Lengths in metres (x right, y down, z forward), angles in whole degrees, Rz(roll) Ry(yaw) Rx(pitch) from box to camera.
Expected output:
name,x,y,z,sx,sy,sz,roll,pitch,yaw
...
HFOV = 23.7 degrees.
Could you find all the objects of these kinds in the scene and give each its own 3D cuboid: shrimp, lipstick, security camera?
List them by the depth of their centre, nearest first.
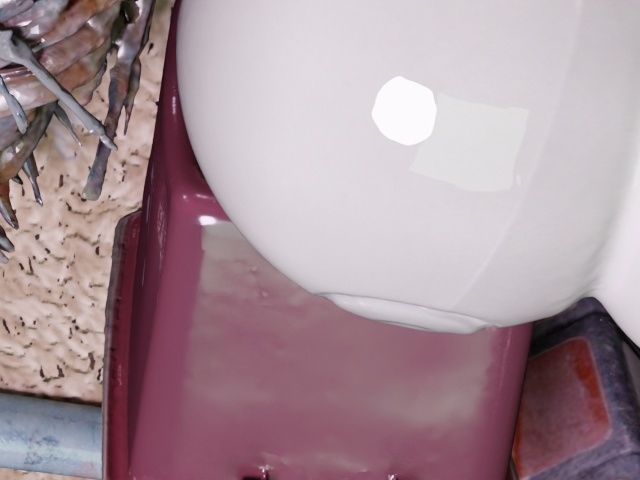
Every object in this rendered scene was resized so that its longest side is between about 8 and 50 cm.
name,x,y,z,sx,sy,sz,roll,pitch,yaw
security camera,0.068,-0.058,0.513,0.236,0.194,0.195,8,131,1
shrimp,-0.149,-0.083,0.706,0.137,0.172,0.372,21,112,-12
lipstick,-0.182,0.123,0.970,0.158,0.048,0.048,9,130,-12

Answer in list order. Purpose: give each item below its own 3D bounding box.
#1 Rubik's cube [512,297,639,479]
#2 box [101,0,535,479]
name,x,y,z,sx,sy,sz,roll,pitch,yaw
Rubik's cube,0.116,0.219,0.909,0.305,0.304,0.301,-28,127,22
box,0.000,0.000,0.728,0.193,0.294,0.167,6,120,-9
